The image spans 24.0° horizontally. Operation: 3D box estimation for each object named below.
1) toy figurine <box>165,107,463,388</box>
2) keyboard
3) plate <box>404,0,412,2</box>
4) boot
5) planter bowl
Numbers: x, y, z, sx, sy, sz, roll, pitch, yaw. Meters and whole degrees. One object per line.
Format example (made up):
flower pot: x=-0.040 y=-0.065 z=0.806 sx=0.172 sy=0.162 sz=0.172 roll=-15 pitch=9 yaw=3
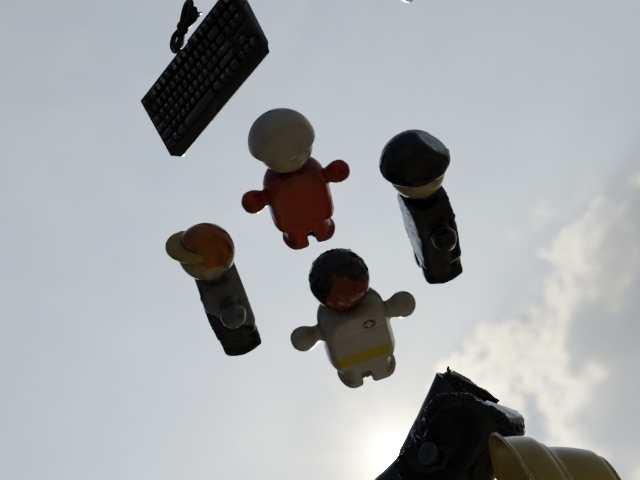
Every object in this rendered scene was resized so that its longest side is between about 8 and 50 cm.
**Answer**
toy figurine: x=0.000 y=0.000 z=1.269 sx=0.209 sy=0.213 sz=0.148 roll=-52 pitch=-36 yaw=-33
keyboard: x=-0.118 y=-0.170 z=1.432 sx=0.023 sy=0.108 sz=0.180 roll=-6 pitch=-28 yaw=-43
plate: x=0.029 y=-0.315 z=1.571 sx=0.024 sy=0.188 sz=0.188 roll=-38 pitch=-37 yaw=17
boot: x=0.144 y=0.269 z=1.560 sx=0.094 sy=0.246 sz=0.207 roll=23 pitch=-74 yaw=-36
planter bowl: x=0.246 y=0.266 z=1.428 sx=0.090 sy=0.217 sz=0.217 roll=-22 pitch=-45 yaw=-6
